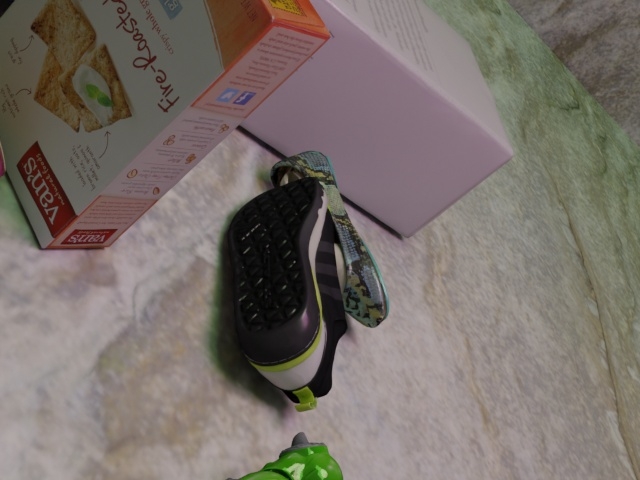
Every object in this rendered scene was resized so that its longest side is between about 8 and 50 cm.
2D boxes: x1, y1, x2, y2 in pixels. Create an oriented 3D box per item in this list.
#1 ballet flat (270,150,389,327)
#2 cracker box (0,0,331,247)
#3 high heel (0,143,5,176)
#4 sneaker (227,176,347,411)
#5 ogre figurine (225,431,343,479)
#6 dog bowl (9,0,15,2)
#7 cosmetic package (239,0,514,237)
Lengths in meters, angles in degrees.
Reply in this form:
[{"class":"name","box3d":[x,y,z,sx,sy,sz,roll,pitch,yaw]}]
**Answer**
[{"class":"ballet flat","box3d":[0.000,0.000,0.872,0.070,0.070,0.188,17,40,-48]},{"class":"cracker box","box3d":[-0.124,-0.121,0.627,0.067,0.232,0.155,-2,58,-56]},{"class":"high heel","box3d":[-0.295,-0.115,0.564,0.117,0.082,0.244,-42,110,-31]},{"class":"sneaker","box3d":[-0.024,0.042,0.779,0.234,0.084,0.097,-85,154,-53]},{"class":"ogre figurine","box3d":[0.004,0.202,0.587,0.197,0.097,0.118,36,45,3]},{"class":"dog bowl","box3d":[-0.178,-0.300,0.734,0.104,0.265,0.265,18,41,-48]},{"class":"cosmetic package","box3d":[-0.023,-0.220,0.983,0.453,0.161,0.230,32,31,-31]}]
